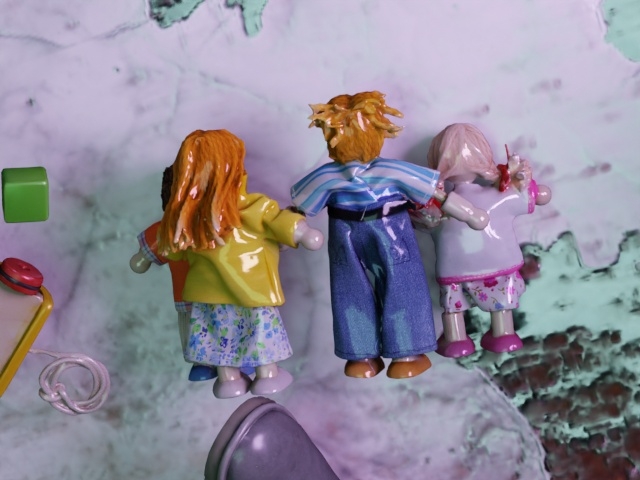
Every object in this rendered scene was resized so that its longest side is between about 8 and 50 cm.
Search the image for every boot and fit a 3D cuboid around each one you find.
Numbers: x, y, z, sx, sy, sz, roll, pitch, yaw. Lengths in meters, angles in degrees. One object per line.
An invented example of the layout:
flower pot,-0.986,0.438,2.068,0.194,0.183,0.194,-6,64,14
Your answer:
boot,0.050,0.178,0.811,0.208,0.189,0.076,24,70,32

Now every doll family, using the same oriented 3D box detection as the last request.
doll family,0.000,0.000,0.832,0.263,0.118,0.163,-7,98,13

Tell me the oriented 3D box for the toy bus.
toy bus,-0.248,0.022,0.893,0.191,0.104,0.202,-16,117,-7
